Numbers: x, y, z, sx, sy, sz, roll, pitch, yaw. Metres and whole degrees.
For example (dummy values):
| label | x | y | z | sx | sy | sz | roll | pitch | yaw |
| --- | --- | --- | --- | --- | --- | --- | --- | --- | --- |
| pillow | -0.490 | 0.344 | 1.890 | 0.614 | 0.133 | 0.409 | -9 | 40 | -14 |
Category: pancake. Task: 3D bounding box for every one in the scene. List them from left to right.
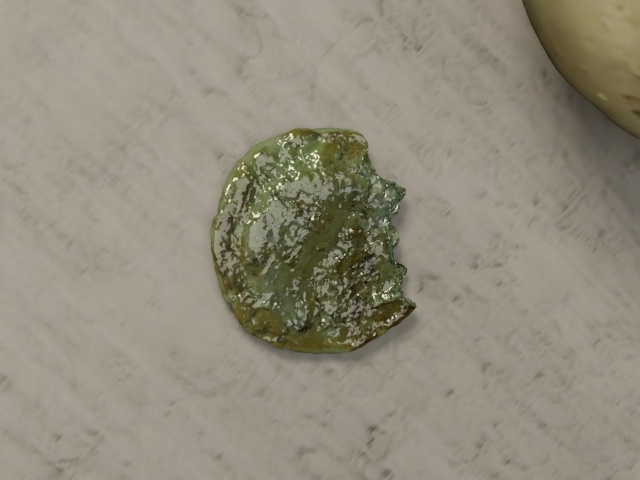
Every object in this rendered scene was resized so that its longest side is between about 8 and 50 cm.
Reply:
| label | x | y | z | sx | sy | sz | roll | pitch | yaw |
| --- | --- | --- | --- | --- | --- | --- | --- | --- | --- |
| pancake | -0.005 | 0.001 | 0.976 | 0.116 | 0.022 | 0.129 | -7 | 97 | -13 |

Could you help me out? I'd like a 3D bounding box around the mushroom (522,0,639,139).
| label | x | y | z | sx | sy | sz | roll | pitch | yaw |
| --- | --- | --- | --- | --- | --- | --- | --- | --- | --- |
| mushroom | 0.236 | -0.205 | 0.875 | 0.315 | 0.356 | 0.315 | 1 | 74 | -5 |
